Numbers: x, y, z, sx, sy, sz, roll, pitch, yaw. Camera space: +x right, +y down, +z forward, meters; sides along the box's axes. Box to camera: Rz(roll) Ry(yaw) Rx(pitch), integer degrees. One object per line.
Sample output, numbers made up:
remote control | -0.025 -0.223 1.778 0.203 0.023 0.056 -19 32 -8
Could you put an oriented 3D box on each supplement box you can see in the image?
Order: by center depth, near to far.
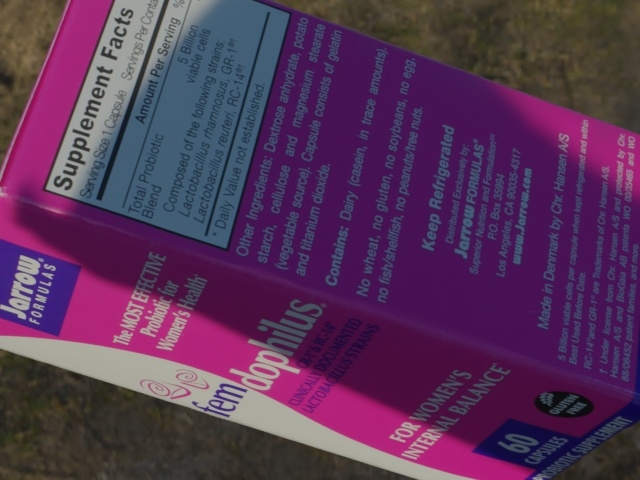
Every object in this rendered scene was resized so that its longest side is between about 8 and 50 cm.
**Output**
supplement box | 0.000 0.000 0.465 0.220 0.111 0.114 19 57 -8
